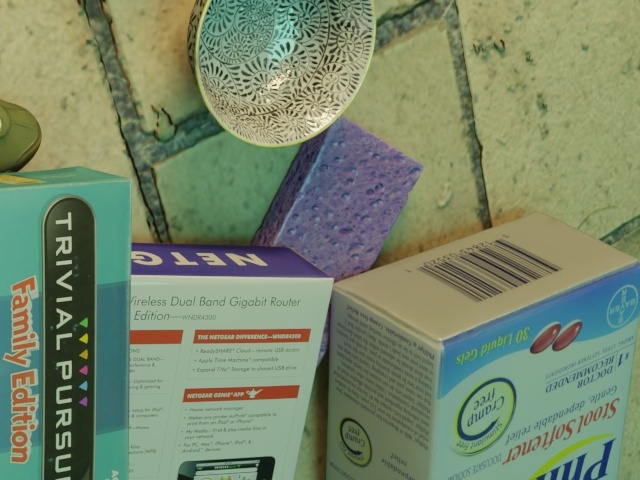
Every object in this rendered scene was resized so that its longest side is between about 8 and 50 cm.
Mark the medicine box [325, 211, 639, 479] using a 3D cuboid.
[{"bbox_3d":[0.150,0.154,1.490,0.263,0.149,0.289,-19,122,-35],"label":"medicine box"}]

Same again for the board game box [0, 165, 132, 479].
[{"bbox_3d":[-0.285,0.089,1.056,0.336,0.079,0.254,-7,103,-39],"label":"board game box"}]

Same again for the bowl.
[{"bbox_3d":[-0.046,-0.166,1.269,0.170,0.080,0.170,-16,118,-32],"label":"bowl"}]

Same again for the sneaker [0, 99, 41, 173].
[{"bbox_3d":[-0.262,-0.085,1.114,0.192,0.064,0.086,-9,151,-47],"label":"sneaker"}]

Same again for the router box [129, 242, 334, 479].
[{"bbox_3d":[-0.174,0.154,1.287,0.335,0.082,0.301,2,108,-31],"label":"router box"}]

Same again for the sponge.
[{"bbox_3d":[0.000,0.000,1.408,0.117,0.031,0.210,26,93,-40],"label":"sponge"}]
